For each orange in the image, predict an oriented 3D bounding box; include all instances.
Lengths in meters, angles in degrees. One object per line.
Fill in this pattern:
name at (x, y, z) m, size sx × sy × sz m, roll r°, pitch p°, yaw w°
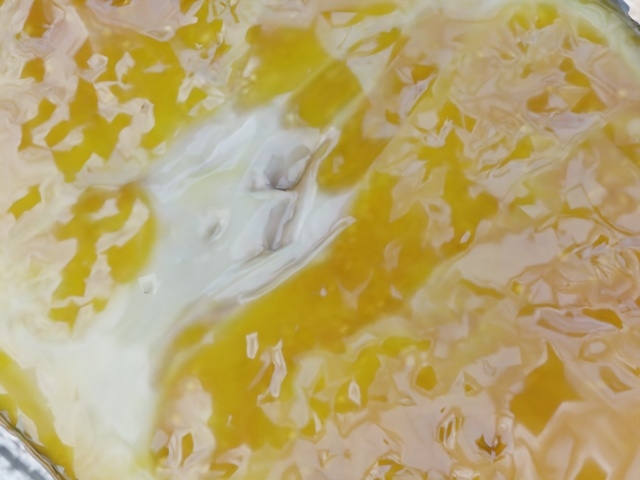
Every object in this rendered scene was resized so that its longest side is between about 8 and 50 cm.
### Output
orange at (-0.001, 0.004, 0.389) m, size 0.274 × 0.310 × 0.274 m, roll -18°, pitch -60°, yaw -34°
